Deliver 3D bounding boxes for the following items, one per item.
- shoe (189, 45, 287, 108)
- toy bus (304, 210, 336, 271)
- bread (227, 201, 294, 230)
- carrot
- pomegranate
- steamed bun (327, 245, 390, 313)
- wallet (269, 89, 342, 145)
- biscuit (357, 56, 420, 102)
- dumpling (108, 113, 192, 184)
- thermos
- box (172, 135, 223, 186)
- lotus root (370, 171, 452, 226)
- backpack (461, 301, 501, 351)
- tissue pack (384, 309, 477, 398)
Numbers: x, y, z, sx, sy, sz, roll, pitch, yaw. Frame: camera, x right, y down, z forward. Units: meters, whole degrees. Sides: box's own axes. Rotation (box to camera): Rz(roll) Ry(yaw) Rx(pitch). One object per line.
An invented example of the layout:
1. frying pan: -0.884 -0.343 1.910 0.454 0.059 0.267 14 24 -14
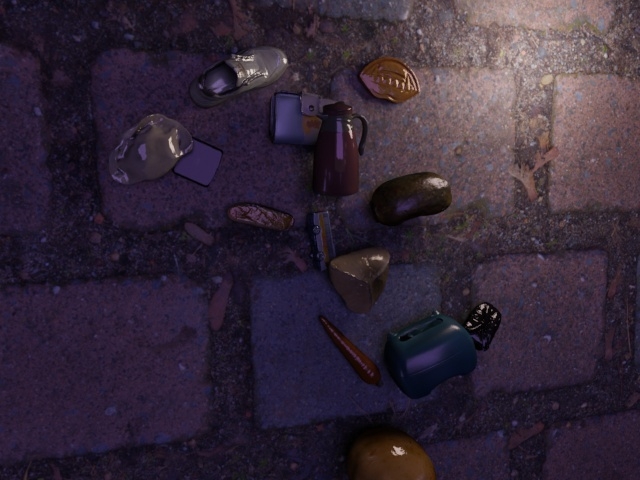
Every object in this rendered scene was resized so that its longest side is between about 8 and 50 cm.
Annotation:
1. shoe: -0.234 -0.490 1.493 0.316 0.159 0.124 -30 101 -8
2. toy bus: 0.000 0.000 1.654 0.075 0.064 0.190 -14 99 -26
3. bread: -0.185 -0.077 1.597 0.214 0.053 0.073 11 96 -19
4. carrot: 0.101 0.377 1.717 0.069 0.069 0.336 -44 101 -8
5. pomegranate: 0.229 0.752 1.667 0.307 0.307 0.307 -1 95 -16
6. steamed bun: 0.146 0.136 1.666 0.231 0.110 0.212 -18 112 -25
7. wallet: -0.045 -0.377 1.604 0.231 0.069 0.170 1 99 -22
8. biscuit: 0.229 -0.528 1.686 0.220 0.029 0.142 14 91 -16
9. dumpling: -0.489 -0.255 1.454 0.250 0.132 0.162 -34 106 -11
10. thermos: 0.061 -0.282 1.563 0.176 0.146 0.265 -11 117 -28
11. box: -0.371 -0.239 1.545 0.125 0.027 0.126 24 89 -14
12. lotus root: 0.292 -0.138 1.673 0.275 0.160 0.152 -21 111 -13
13. backpack: 0.567 0.302 1.819 0.120 0.106 0.165 45 62 -1
14. tissue pack: 0.360 0.373 1.715 0.287 0.198 0.206 -25 103 -7
